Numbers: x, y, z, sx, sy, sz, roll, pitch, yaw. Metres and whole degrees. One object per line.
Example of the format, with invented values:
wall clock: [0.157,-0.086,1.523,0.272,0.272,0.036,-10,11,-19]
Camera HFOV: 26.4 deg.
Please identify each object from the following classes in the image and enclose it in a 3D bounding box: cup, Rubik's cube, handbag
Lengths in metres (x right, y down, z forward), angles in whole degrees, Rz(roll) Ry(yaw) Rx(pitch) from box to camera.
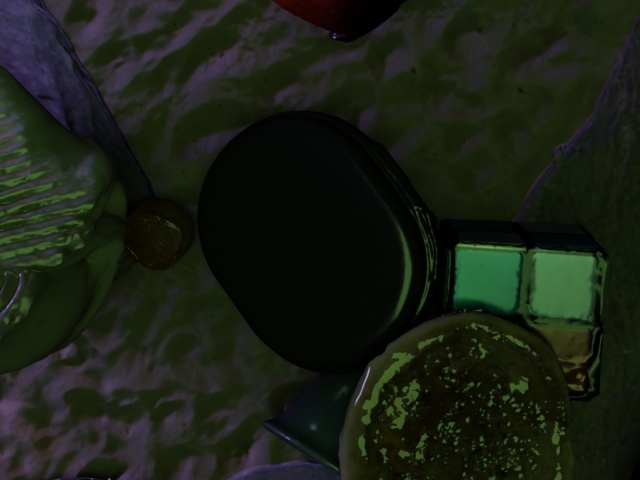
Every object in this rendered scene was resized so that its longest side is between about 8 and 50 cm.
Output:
cup: [0.053,0.208,1.598,0.199,0.199,0.150,34,82,-5]
Rubik's cube: [0.224,0.076,1.562,0.183,0.167,0.180,1,100,0]
handbag: [0.000,0.000,1.546,0.253,0.093,0.308,-39,79,18]

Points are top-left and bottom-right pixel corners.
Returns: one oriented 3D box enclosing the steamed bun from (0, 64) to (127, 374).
steamed bun: [-0.373,-0.006,1.538,0.324,0.219,0.310,37,84,19]

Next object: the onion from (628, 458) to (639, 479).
onion: [0.505,0.305,1.585,0.313,0.232,0.314,0,126,1]

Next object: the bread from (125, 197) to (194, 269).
bread: [-0.191,-0.010,1.610,0.085,0.053,0.085,6,117,12]

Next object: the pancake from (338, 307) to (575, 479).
pancake: [0.147,0.213,1.471,0.282,0.049,0.283,-1,97,-6]

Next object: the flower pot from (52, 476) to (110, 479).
flower pot: [-0.301,0.406,1.624,0.235,0.235,0.141,-8,123,2]

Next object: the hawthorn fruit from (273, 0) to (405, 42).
hawthorn fruit: [0.013,-0.348,1.475,0.249,0.215,0.215,36,99,2]
